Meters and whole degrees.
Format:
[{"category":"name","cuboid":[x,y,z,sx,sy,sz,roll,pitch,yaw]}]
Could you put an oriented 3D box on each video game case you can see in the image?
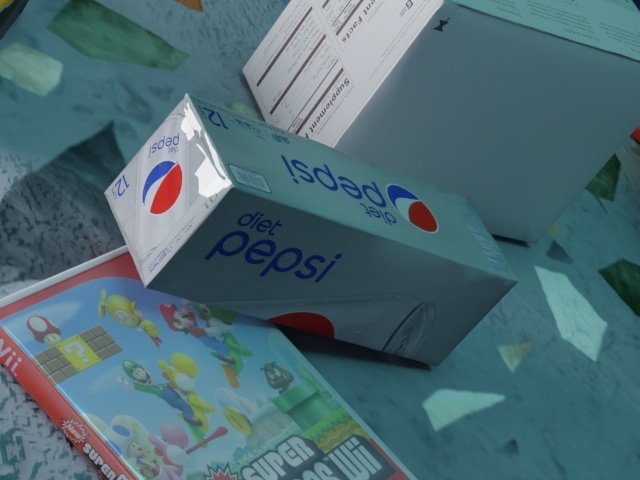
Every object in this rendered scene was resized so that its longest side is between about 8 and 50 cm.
[{"category":"video game case","cuboid":[-0.056,0.120,1.085,0.285,0.025,0.204,46,33,11]}]

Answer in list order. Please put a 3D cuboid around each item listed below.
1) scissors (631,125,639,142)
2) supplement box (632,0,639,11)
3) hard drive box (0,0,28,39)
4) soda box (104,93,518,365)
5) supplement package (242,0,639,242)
[{"category":"scissors","cuboid":[0.298,-0.129,1.753,0.297,0.021,0.109,28,36,-21]},{"category":"supplement box","cuboid":[0.354,-0.243,1.918,0.083,0.056,0.083,0,49,-45]},{"category":"hard drive box","cuboid":[-0.309,-0.214,1.182,0.232,0.089,0.181,33,32,-9]},{"category":"soda box","cuboid":[0.000,0.000,1.187,0.286,0.098,0.091,18,33,-44]},{"category":"supplement package","cuboid":[0.111,-0.133,1.397,0.262,0.204,0.145,12,40,-37]}]
